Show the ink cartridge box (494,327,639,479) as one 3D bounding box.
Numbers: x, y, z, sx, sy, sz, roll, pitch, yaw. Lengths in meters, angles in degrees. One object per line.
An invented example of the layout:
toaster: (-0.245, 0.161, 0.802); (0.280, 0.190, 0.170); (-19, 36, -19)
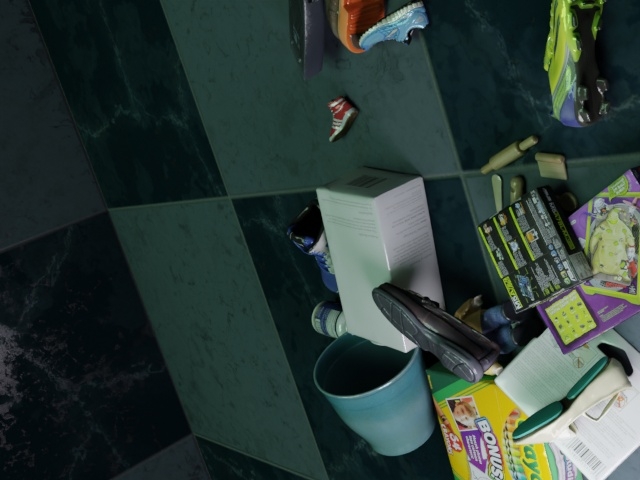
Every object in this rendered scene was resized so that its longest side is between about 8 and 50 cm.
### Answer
ink cartridge box: (0.513, 0.284, 1.682); (0.239, 0.060, 0.275); (-49, 64, 12)

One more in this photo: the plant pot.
plant pot: (0.158, 0.378, 2.146); (0.272, 0.272, 0.255); (12, 135, 52)

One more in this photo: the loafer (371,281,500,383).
loafer: (0.241, 0.178, 1.837); (0.302, 0.095, 0.109); (38, 155, 30)

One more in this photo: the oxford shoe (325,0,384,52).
oxford shoe: (0.056, -0.561, 1.750); (0.133, 0.130, 0.363); (45, 144, 37)

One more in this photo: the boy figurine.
boy figurine: (0.349, 0.211, 1.885); (0.285, 0.092, 0.177); (-38, 70, 59)

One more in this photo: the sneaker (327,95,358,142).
sneaker: (0.039, -0.285, 2.040); (0.067, 0.042, 0.118); (51, 138, 14)

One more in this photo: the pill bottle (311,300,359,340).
pill bottle: (0.062, 0.216, 2.308); (0.169, 0.094, 0.094); (11, 120, 52)

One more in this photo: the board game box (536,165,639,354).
board game box: (0.500, 0.045, 1.557); (0.208, 0.056, 0.347); (61, 145, 15)

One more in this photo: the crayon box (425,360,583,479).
crayon box: (0.414, 0.452, 1.949); (0.313, 0.106, 0.362); (3, 114, 55)

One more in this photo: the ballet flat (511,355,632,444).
ballet flat: (0.471, 0.319, 1.626); (0.248, 0.086, 0.086); (-43, 70, 14)

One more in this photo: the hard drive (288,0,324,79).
hard drive: (-0.033, -0.502, 1.922); (0.172, 0.054, 0.254); (-110, 14, -46)

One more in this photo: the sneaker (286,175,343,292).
sneaker: (0.000, -0.001, 2.163); (0.127, 0.182, 0.315); (39, 140, 36)

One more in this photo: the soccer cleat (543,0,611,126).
soccer cleat: (0.404, -0.326, 1.440); (0.121, 0.094, 0.289); (23, 130, 55)

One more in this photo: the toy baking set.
toy baking set: (0.387, -0.087, 1.686); (0.256, 0.030, 0.196); (-27, 89, 58)

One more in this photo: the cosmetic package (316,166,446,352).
cosmetic package: (0.144, 0.043, 2.015); (0.217, 0.156, 0.384); (16, 125, 50)

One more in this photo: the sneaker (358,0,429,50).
sneaker: (0.146, -0.414, 1.750); (0.162, 0.063, 0.073); (-23, 107, 38)

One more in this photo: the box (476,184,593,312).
box: (0.394, 0.019, 1.627); (0.184, 0.045, 0.190); (-43, 67, 57)
